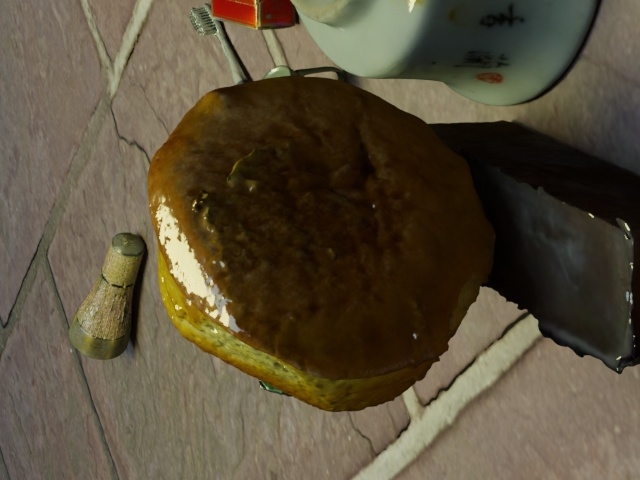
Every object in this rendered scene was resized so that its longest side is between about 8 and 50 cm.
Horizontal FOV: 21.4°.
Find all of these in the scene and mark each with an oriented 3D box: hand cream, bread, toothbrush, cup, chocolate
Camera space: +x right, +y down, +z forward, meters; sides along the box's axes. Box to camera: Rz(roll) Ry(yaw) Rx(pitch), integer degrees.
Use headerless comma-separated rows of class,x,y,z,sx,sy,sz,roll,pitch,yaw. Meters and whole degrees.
hand cream,-0.281,0.069,2.281,0.084,0.084,0.203,59,143,35
bread,0.000,0.000,1.245,0.146,0.268,0.268,105,144,-57
toothbrush,-0.077,-0.153,1.824,0.288,0.026,0.024,61,153,30
cup,-0.011,-0.134,1.627,0.075,0.083,0.054,-40,41,19
cup,0.061,-0.268,1.339,0.347,0.163,0.347,35,131,56
chocolate,0.181,-0.008,1.264,0.321,0.111,0.112,33,128,58

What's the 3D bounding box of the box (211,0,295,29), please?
box,-0.073,-0.307,1.721,0.112,0.048,0.175,25,122,57

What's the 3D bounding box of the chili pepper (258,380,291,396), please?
chili pepper,-0.024,0.059,1.772,0.227,0.059,0.088,107,147,-42
